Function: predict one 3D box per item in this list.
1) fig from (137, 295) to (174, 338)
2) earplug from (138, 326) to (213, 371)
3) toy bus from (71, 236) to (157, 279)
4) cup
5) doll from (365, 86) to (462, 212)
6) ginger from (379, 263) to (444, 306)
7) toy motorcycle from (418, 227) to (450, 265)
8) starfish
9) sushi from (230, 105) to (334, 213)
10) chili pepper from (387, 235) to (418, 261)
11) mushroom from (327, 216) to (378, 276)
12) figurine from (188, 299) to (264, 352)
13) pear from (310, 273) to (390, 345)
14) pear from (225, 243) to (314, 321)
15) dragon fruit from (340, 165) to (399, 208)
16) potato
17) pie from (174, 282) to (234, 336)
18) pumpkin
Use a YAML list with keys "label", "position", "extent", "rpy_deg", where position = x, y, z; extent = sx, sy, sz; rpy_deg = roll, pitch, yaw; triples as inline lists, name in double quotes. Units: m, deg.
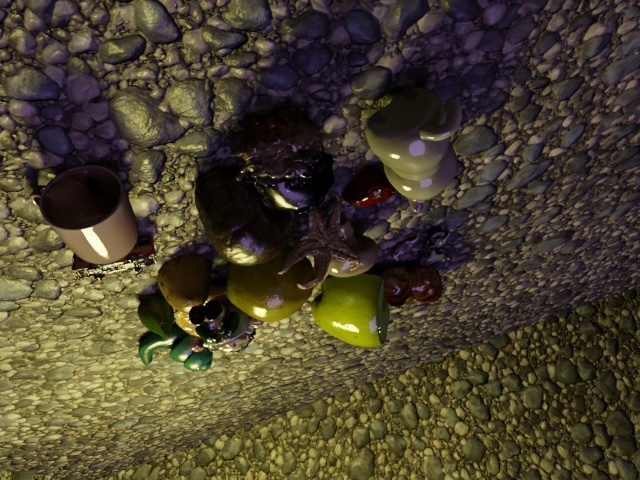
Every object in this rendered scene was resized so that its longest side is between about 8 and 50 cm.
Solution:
- label: "fig"
  position: [-0.579, 0.280, 1.832]
  extent: [0.123, 0.156, 0.123]
  rpy_deg: [-17, 152, -10]
- label: "earplug"
  position: [-0.575, 0.450, 2.084]
  extent: [0.257, 0.280, 0.164]
  rpy_deg: [-51, 173, -13]
- label: "toy bus"
  position: [-0.609, 0.052, 1.529]
  extent: [0.235, 0.096, 0.073]
  rpy_deg: [-9, 148, -15]
- label: "cup"
  position: [-0.600, -0.061, 1.307]
  extent: [0.253, 0.191, 0.200]
  rpy_deg: [14, 149, 5]
- label: "doll"
  position: [0.259, -0.253, 1.404]
  extent: [0.215, 0.226, 0.370]
  rpy_deg: [-49, 158, -8]
- label: "ginger"
  position: [0.375, 0.208, 2.197]
  extent: [0.358, 0.152, 0.274]
  rpy_deg: [-1, 144, -22]
- label: "toy motorcycle"
  position: [0.466, 0.031, 2.047]
  extent: [0.123, 0.080, 0.215]
  rpy_deg: [-9, 142, -15]
- label: "starfish"
  position: [-0.002, -0.001, 1.620]
  extent: [0.299, 0.302, 0.060]
  rpy_deg: [0, -178, -31]
- label: "sushi"
  position: [-0.088, -0.206, 1.296]
  extent: [0.238, 0.225, 0.218]
  rpy_deg: [-44, 144, -21]
- label: "chili pepper"
  position: [0.321, 0.032, 2.010]
  extent: [0.153, 0.041, 0.050]
  rpy_deg: [-48, 160, 15]
- label: "mushroom"
  position: [0.083, 0.030, 1.787]
  extent: [0.206, 0.209, 0.206]
  rpy_deg: [-38, -175, 4]
- label: "figurine"
  position: [-0.336, 0.290, 1.778]
  extent: [0.282, 0.167, 0.370]
  rpy_deg: [-22, 156, 2]
- label: "pear"
  position: [0.111, 0.285, 2.068]
  extent: [0.318, 0.238, 0.342]
  rpy_deg: [6, 147, 19]
- label: "pear"
  position: [-0.163, 0.129, 1.700]
  extent: [0.295, 0.294, 0.294]
  rpy_deg: [-13, 147, -8]
- label: "dragon fruit"
  position: [0.155, -0.141, 1.598]
  extent: [0.121, 0.127, 0.161]
  rpy_deg: [22, 132, -33]
- label: "potato"
  position: [-0.445, 0.164, 1.731]
  extent: [0.204, 0.158, 0.178]
  rpy_deg: [-36, 145, 19]
- label: "pie"
  position: [-0.391, 0.260, 1.959]
  extent: [0.340, 0.083, 0.339]
  rpy_deg: [-13, 147, -9]
- label: "pumpkin"
  position: [-0.187, -0.052, 1.466]
  extent: [0.242, 0.232, 0.325]
  rpy_deg: [-36, 147, 22]
